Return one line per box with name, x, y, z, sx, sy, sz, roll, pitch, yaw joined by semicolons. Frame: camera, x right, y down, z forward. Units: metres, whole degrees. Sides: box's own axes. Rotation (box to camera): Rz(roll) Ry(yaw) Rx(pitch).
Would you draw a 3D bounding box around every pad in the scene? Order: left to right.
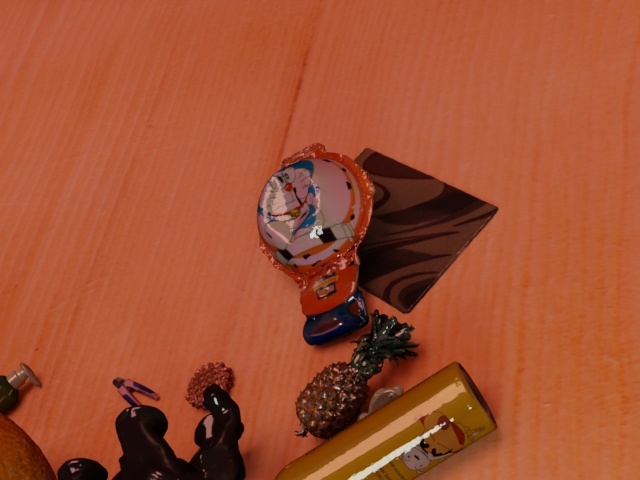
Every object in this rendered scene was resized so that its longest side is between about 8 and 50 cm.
pad;0.101;-0.025;2.010;0.220;0.004;0.330;-49;41;-11

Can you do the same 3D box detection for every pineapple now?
pineapple;0.044;0.194;1.791;0.083;0.103;0.221;40;85;26

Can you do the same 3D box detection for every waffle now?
waffle;-0.171;0.225;1.966;0.075;0.029;0.083;-1;55;37

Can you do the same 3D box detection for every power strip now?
power strip;0.085;0.234;1.753;0.083;0.035;0.055;-38;78;15

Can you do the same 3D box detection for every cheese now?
cheese;0.000;0.000;1.963;0.217;0.129;0.329;-24;61;25

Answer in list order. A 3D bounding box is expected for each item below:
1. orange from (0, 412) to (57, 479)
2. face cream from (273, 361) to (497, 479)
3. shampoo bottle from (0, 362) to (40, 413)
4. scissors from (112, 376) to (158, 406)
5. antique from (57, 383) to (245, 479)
orange;-0.559;0.404;1.882;0.357;0.322;0.322;-17;44;38
face cream;0.058;0.291;1.676;0.349;0.105;0.105;-32;41;7
shampoo bottle;-0.573;0.287;2.186;0.204;0.065;0.065;-41;40;-3
scissors;-0.302;0.243;2.058;0.113;0.012;0.039;25;70;47
antique;-0.224;0.369;1.750;0.322;0.185;0.255;-38;31;21
